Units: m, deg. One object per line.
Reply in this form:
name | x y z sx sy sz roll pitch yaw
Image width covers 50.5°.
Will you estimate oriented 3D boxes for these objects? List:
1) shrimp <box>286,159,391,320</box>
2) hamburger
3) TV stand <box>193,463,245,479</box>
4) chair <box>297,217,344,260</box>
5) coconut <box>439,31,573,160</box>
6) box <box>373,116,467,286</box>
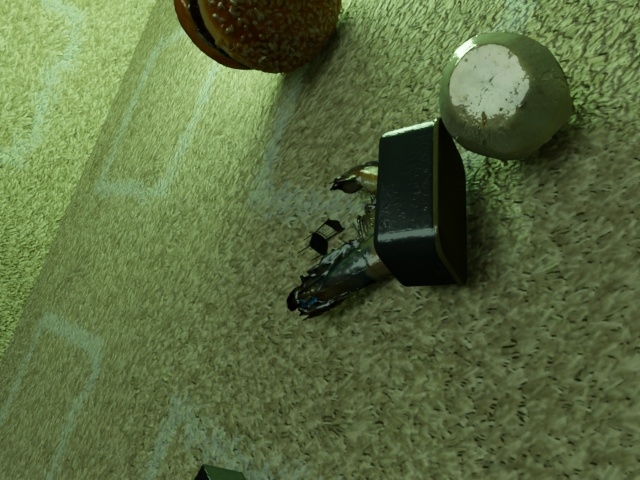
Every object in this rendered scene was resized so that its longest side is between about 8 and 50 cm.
shrimp | 0.039 -0.009 1.069 0.290 0.054 0.222 -40 49 18
hamburger | -0.121 -0.507 1.391 0.250 0.330 0.330 18 83 60
TV stand | -0.116 0.446 0.982 0.088 0.083 0.269 -60 36 3
chair | 0.000 0.001 1.153 0.086 0.037 0.042 -36 31 39
coconut | 0.238 -0.180 0.871 0.161 0.162 0.161 0 90 31
box | 0.134 -0.046 0.900 0.090 0.144 0.201 -7 62 24
